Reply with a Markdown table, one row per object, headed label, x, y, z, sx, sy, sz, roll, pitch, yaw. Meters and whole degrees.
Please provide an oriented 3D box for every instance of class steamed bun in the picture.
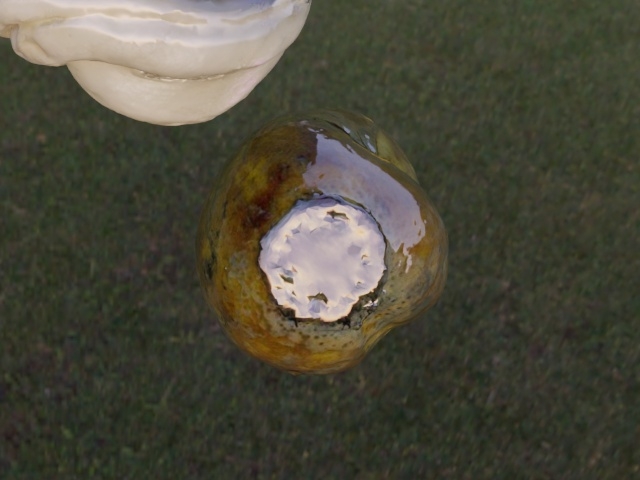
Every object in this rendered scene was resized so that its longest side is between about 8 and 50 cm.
| label | x | y | z | sx | sy | sz | roll | pitch | yaw |
| --- | --- | --- | --- | --- | --- | --- | --- | --- | --- |
| steamed bun | -0.128 | -0.290 | 1.092 | 0.339 | 0.247 | 0.352 | 31 | 47 | -35 |

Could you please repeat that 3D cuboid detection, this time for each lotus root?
| label | x | y | z | sx | sy | sz | roll | pitch | yaw |
| --- | --- | --- | --- | --- | --- | --- | --- | --- | --- |
| lotus root | 0.000 | 0.000 | 1.214 | 0.250 | 0.251 | 0.346 | 13 | 6 | 0 |
